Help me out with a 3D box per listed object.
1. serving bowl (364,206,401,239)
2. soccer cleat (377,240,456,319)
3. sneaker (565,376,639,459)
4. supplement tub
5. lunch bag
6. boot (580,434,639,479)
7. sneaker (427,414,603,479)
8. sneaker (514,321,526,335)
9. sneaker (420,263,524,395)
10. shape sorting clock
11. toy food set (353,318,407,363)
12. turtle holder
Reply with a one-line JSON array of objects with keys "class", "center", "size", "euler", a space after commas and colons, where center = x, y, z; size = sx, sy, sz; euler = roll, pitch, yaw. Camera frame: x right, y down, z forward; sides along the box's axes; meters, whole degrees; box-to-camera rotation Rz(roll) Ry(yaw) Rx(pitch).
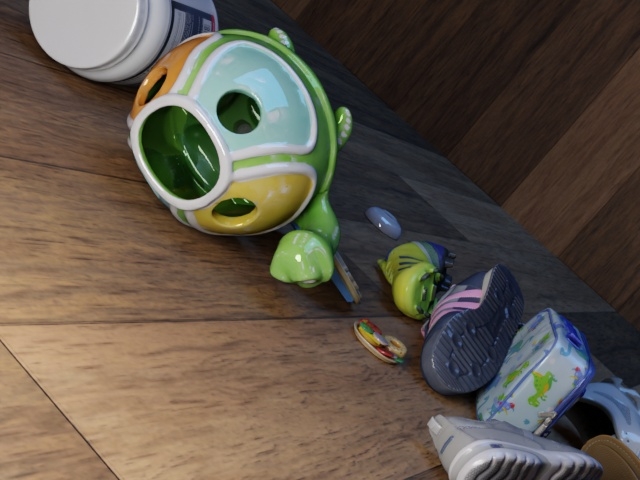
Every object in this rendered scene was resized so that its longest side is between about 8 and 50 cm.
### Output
[{"class": "serving bowl", "center": [0.124, -0.038, 2.251], "size": [0.083, 0.027, 0.083], "euler": [37, 14, -11]}, {"class": "soccer cleat", "center": [0.141, 0.061, 1.901], "size": [0.121, 0.093, 0.289], "euler": [11, 13, 13]}, {"class": "sneaker", "center": [0.490, 0.355, 1.817], "size": [0.146, 0.122, 0.330], "euler": [-1, 40, -43]}, {"class": "supplement tub", "center": [-0.278, -0.319, 1.707], "size": [0.191, 0.191, 0.272], "euler": [43, 13, 11]}, {"class": "lunch bag", "center": [0.301, 0.190, 1.652], "size": [0.090, 0.176, 0.219], "euler": [39, 12, -3]}, {"class": "boot", "center": [0.478, 0.395, 1.601], "size": [0.220, 0.109, 0.283], "euler": [21, 26, -51]}, {"class": "sneaker", "center": [0.239, 0.257, 1.415], "size": [0.281, 0.105, 0.115], "euler": [26, 19, -45]}, {"class": "sneaker", "center": [0.353, 0.159, 2.229], "size": [0.109, 0.040, 0.044], "euler": [33, -2, -42]}, {"class": "sneaker", "center": [0.195, 0.145, 1.714], "size": [0.112, 0.131, 0.319], "euler": [61, 33, -6]}, {"class": "shape sorting clock", "center": [0.000, 0.000, 1.628], "size": [0.206, 0.040, 0.206], "euler": [54, -1, 2]}, {"class": "toy food set", "center": [0.079, 0.134, 1.568], "size": [0.083, 0.020, 0.082], "euler": [41, 13, 2]}, {"class": "turtle holder", "center": [-0.108, -0.096, 1.450], "size": [0.227, 0.243, 0.320], "euler": [-32, 114, -62]}]
